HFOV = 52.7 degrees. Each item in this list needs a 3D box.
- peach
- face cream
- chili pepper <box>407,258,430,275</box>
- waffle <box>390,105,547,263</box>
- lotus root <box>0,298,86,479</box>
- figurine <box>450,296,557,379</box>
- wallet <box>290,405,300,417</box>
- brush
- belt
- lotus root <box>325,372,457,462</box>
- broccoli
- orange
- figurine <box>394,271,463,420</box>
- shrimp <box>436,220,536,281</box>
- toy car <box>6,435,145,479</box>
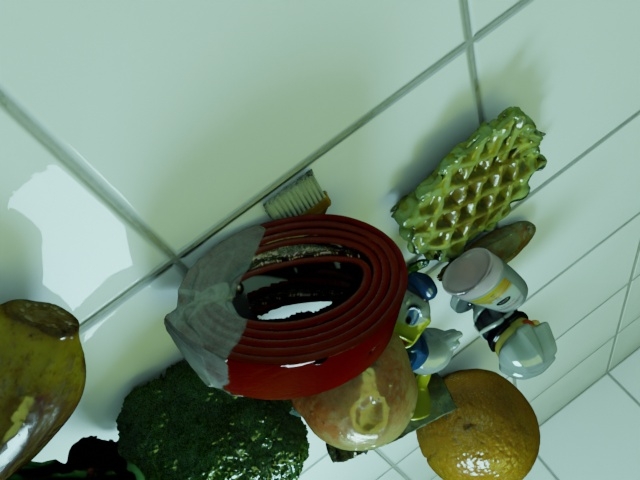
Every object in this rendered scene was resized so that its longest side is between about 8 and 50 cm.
[{"bbox_3d":[0.053,0.210,0.994,0.232,0.232,0.233,-25,144,-20],"label":"peach"},{"bbox_3d":[0.321,0.082,1.236,0.107,0.073,0.269,-43,148,15],"label":"face cream"},{"bbox_3d":[0.150,0.063,1.200,0.117,0.035,0.055,-9,153,-32],"label":"chili pepper"},{"bbox_3d":[0.256,-0.087,1.092,0.297,0.073,0.317,-47,148,10],"label":"waffle"},{"bbox_3d":[-0.385,0.181,0.723,0.291,0.193,0.193,-46,146,16],"label":"lotus root"},{"bbox_3d":[0.404,0.197,1.414,0.133,0.236,0.176,-37,145,-5],"label":"figurine"},{"bbox_3d":[-0.035,0.288,1.258,0.088,0.026,0.129,1,108,-44],"label":"wallet"},{"bbox_3d":[0.000,0.000,1.001,0.090,0.017,0.314,-35,147,-2],"label":"brush"},{"bbox_3d":[-0.042,0.090,0.866,0.323,0.227,0.115,-16,145,-15],"label":"belt"},{"bbox_3d":[0.125,0.403,1.485,0.260,0.149,0.267,-13,157,-27],"label":"lotus root"},{"bbox_3d":[-0.168,0.334,1.041,0.321,0.304,0.283,-31,176,-8],"label":"broccoli"},{"bbox_3d":[0.421,0.505,1.720,0.322,0.322,0.357,-45,152,9],"label":"orange"},{"bbox_3d":[0.131,0.173,1.211,0.283,0.205,0.338,-6,135,-18],"label":"figurine"},{"bbox_3d":[0.336,0.037,1.325,0.294,0.062,0.154,-15,146,-33],"label":"shrimp"},{"bbox_3d":[-0.411,0.394,0.840,0.358,0.213,0.176,0,134,-12],"label":"toy car"}]
